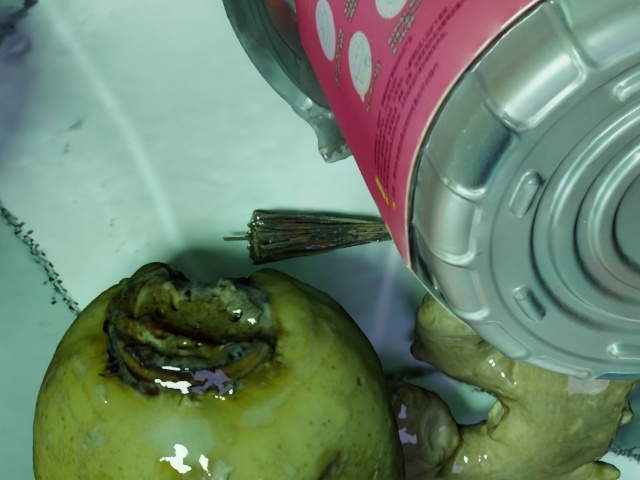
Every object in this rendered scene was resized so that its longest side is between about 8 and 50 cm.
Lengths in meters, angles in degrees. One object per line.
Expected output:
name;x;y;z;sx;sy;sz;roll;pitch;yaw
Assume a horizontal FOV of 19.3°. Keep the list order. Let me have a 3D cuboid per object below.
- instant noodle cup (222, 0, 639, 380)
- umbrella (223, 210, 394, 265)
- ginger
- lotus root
instant noodle cup;0.103;-0.071;0.639;0.258;0.181;0.302;-6;135;-9
umbrella;-0.001;-0.002;0.798;0.083;0.020;0.031;-8;137;-16
ginger;0.099;0.052;0.853;0.149;0.065;0.258;9;133;-21
lotus root;-0.038;0.117;0.813;0.154;0.154;0.278;-13;144;-4
